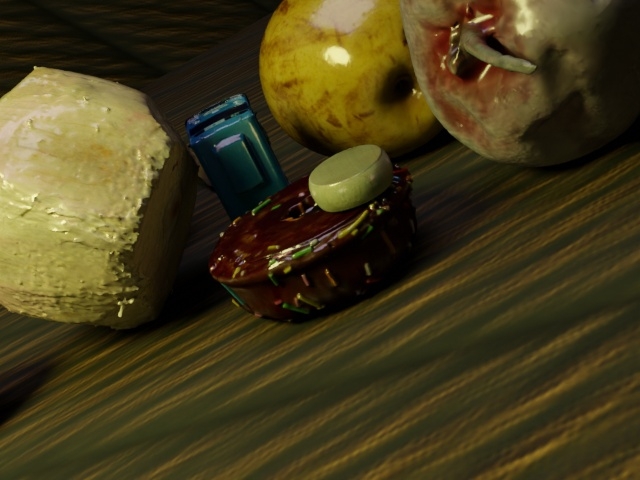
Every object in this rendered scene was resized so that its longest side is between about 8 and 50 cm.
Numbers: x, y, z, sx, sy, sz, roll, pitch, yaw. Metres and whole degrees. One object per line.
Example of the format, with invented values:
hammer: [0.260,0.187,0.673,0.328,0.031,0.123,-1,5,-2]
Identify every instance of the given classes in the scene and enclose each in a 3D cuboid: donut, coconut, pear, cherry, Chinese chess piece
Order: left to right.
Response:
coconut: [-0.287,-0.046,1.132,0.255,0.297,0.297,13,25,1]
donut: [0.000,0.000,1.018,0.235,0.089,0.235,-24,18,9]
Chinese chess piece: [0.030,-0.060,0.953,0.084,0.034,0.084,-22,23,10]
pear: [0.058,-0.232,1.296,0.281,0.280,0.280,-24,19,9]
cherry: [0.241,-0.237,1.011,0.335,0.326,0.291,2,3,-31]

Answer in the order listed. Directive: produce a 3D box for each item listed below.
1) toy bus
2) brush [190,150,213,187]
toy bus: [-0.085,-0.074,1.179,0.090,0.184,0.106,-26,21,2]
brush: [-0.173,-0.125,1.632,0.065,0.069,0.327,-14,11,-23]
